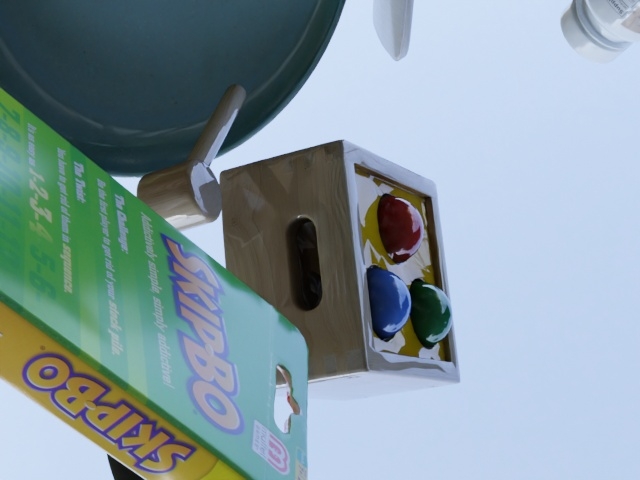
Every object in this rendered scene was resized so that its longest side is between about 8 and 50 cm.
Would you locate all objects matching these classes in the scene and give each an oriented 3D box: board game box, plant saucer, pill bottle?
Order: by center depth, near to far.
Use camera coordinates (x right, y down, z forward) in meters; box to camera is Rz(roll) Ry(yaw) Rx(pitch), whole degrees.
[{"bbox_3d":[-0.105,0.003,0.436,0.039,0.259,0.124,-45,-160,21],"label":"board game box"},{"bbox_3d":[-0.120,-0.200,0.740,0.317,0.043,0.318,3,-81,20],"label":"plant saucer"},{"bbox_3d":[0.427,-0.340,1.543,0.229,0.131,0.131,-46,-149,52],"label":"pill bottle"}]

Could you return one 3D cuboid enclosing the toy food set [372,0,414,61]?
[{"bbox_3d":[0.157,-0.268,0.747,0.306,0.220,0.092,-31,-127,-27],"label":"toy food set"}]

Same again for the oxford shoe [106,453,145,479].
[{"bbox_3d":[-0.059,0.183,0.752,0.076,0.076,0.212,-44,-101,12],"label":"oxford shoe"}]

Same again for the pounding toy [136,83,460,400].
[{"bbox_3d":[-0.004,-0.010,0.644,0.094,0.206,0.181,-12,-105,27],"label":"pounding toy"}]
